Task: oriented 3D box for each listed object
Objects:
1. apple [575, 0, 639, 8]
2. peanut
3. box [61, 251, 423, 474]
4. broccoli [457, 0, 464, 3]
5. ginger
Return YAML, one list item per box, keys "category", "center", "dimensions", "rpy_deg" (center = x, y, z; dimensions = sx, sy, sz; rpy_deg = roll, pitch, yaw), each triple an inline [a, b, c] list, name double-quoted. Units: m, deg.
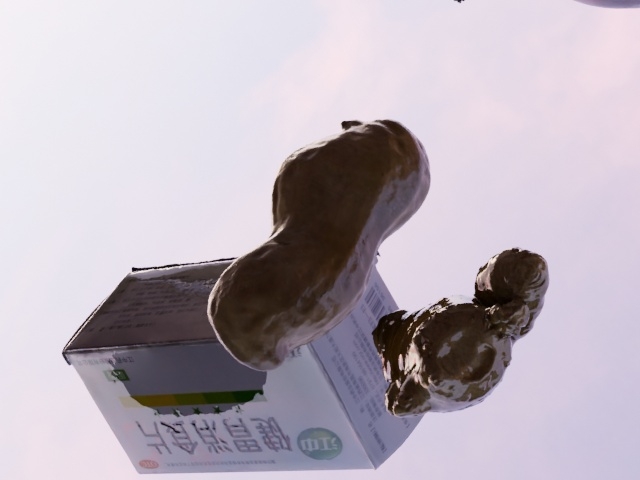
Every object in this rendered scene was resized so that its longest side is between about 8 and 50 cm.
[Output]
- category: "apple"
  center: [0.246, -0.328, 1.135]
  dimensions: [0.305, 0.235, 0.306]
  rpy_deg: [35, -49, 54]
- category: "peanut"
  center: [0.000, 0.000, 1.236]
  dimensions: [0.117, 0.101, 0.263]
  rpy_deg: [24, -120, 12]
- category: "box"
  center: [-0.069, 0.122, 1.520]
  dimensions: [0.332, 0.173, 0.145]
  rpy_deg: [-7, -147, 35]
- category: "broccoli"
  center: [0.098, -0.257, 1.306]
  dimensions: [0.097, 0.092, 0.095]
  rpy_deg: [18, -72, 29]
- category: "ginger"
  center: [0.085, 0.080, 1.031]
  dimensions: [0.205, 0.081, 0.115]
  rpy_deg: [131, -28, -61]
